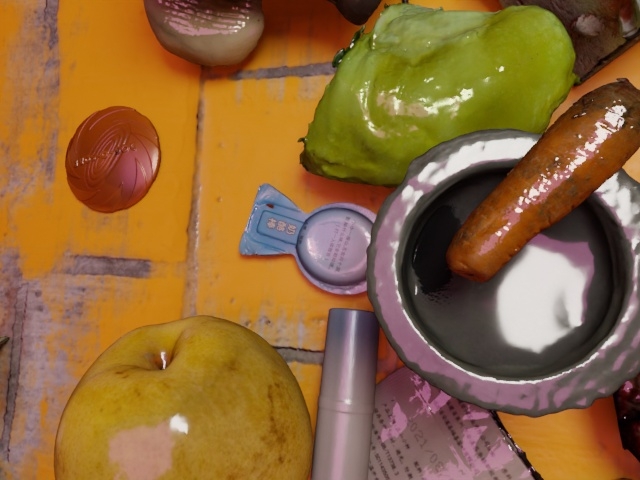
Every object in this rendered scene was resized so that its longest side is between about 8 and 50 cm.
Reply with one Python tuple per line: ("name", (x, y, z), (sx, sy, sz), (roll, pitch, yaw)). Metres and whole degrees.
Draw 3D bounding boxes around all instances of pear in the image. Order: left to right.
("pear", (-0.157, 0.253, 0.577), (0.315, 0.314, 0.314), (-2, 84, 14))

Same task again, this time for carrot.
("carrot", (0.169, -0.040, 0.355), (0.060, 0.060, 0.186), (46, 101, 14))

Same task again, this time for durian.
("durian", (0.138, -0.182, 0.593), (0.340, 0.204, 0.255), (14, 91, 22))

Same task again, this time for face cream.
("face cream", (0.034, 0.220, 0.627), (0.077, 0.077, 0.250), (4, 76, 14))

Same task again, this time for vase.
("vase", (0.193, 0.039, 0.515), (0.245, 0.291, 0.244), (-2, 83, 15))

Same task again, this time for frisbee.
("frisbee", (-0.369, -0.145, 0.806), (0.192, 0.035, 0.192), (-2, 83, 15))

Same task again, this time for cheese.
("cheese", (0.000, 0.000, 0.690), (0.245, 0.052, 0.135), (18, 86, 16))

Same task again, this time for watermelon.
("watermelon", (0.317, -0.302, 0.579), (0.290, 0.213, 0.320), (24, 45, 19))

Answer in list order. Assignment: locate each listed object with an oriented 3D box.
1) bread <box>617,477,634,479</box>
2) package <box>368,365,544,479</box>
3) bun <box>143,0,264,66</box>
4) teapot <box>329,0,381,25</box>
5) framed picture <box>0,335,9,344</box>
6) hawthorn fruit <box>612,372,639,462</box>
("bread", (0.274, 0.452, 0.545), (0.380, 0.109, 0.185), (-42, 77, 8))
("package", (0.158, 0.292, 0.615), (0.204, 0.062, 0.250), (-36, 73, 7))
("bun", (-0.171, -0.365, 0.737), (0.193, 0.128, 0.178), (17, 87, 4))
("teapot", (-0.056, -0.460, 0.585), (0.362, 0.376, 0.305), (18, 122, -16))
("framed picture", (-0.664, 0.258, 0.709), (0.231, 0.293, 0.018), (-28, 102, 9))
("hawthorn fruit", (0.442, 0.168, 0.503), (0.252, 0.189, 0.189), (-6, 82, 5))
